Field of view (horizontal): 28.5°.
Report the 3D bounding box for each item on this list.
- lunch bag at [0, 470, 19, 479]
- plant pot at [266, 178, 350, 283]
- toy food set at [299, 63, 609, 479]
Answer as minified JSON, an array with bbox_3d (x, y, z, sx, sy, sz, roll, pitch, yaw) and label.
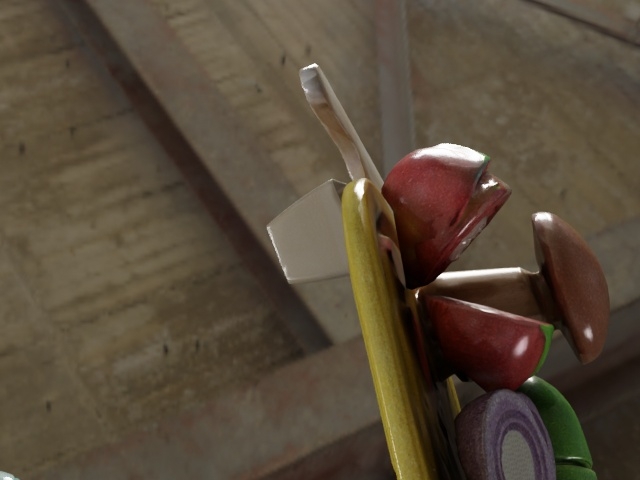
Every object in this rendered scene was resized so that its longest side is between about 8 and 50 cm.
[{"bbox_3d":[-0.271,0.285,0.816,0.108,0.224,0.279,14,-106,-14],"label":"lunch bag"},{"bbox_3d":[0.000,0.000,1.464,0.096,0.109,0.109,-24,-95,10],"label":"plant pot"},{"bbox_3d":[0.059,0.038,0.381,0.071,0.128,0.218,-18,-121,9],"label":"toy food set"}]
